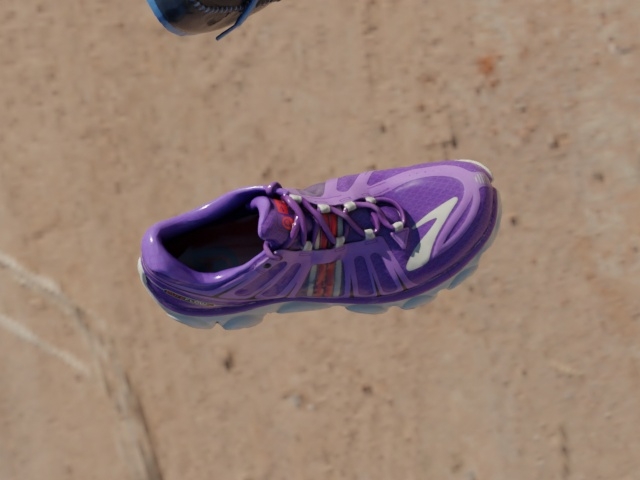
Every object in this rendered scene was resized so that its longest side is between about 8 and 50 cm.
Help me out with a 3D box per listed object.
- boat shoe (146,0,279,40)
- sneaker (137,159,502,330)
[{"bbox_3d":[-0.041,-0.223,1.219,0.089,0.258,0.109,-13,110,31],"label":"boat shoe"},{"bbox_3d":[0.000,0.000,0.770,0.071,0.170,0.068,72,-177,-69],"label":"sneaker"}]
